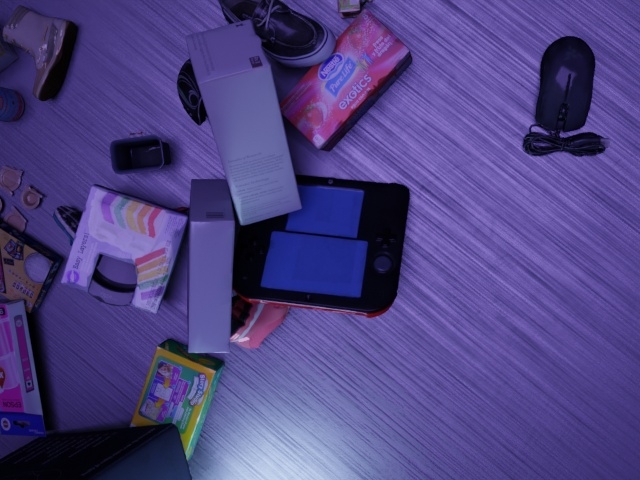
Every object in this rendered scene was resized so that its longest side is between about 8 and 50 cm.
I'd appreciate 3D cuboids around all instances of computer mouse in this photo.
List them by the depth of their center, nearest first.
[{"bbox_3d":[0.560,-0.327,1.632,0.188,0.072,0.273,2,95,10],"label":"computer mouse"}]

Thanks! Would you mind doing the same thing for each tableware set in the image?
[{"bbox_3d":[-0.812,-0.103,1.899,0.141,0.020,0.169,35,99,5],"label":"tableware set"}]

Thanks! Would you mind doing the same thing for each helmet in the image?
[{"bbox_3d":[-0.261,-0.362,1.712,0.169,0.169,0.162,-42,53,10],"label":"helmet"}]

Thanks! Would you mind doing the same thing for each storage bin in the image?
[{"bbox_3d":[-0.440,-0.217,1.793,0.135,0.091,0.098,-7,93,9],"label":"storage bin"}]

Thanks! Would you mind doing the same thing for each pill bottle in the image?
[{"bbox_3d":[-0.823,-0.345,1.810,0.087,0.160,0.087,1,95,9],"label":"pill bottle"}]

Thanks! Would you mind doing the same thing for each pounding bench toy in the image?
[{"bbox_3d":[0.084,-0.555,1.694,0.083,0.065,0.052,-2,93,9],"label":"pounding bench toy"}]

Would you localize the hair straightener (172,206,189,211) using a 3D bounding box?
[{"bbox_3d":[-0.435,-0.020,1.828,0.230,0.047,0.089,-12,93,4],"label":"hair straightener"}]

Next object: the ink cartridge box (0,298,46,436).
[{"bbox_3d":[-0.827,0.342,1.893,0.175,0.069,0.371,-6,97,27],"label":"ink cartridge box"}]

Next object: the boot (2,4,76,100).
[{"bbox_3d":[-0.725,-0.473,1.827,0.165,0.077,0.213,20,92,7],"label":"boot"}]

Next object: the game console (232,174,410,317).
[{"bbox_3d":[0.000,0.000,1.683,0.386,0.060,0.342,7,67,8],"label":"game console"}]

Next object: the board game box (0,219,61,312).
[{"bbox_3d":[-0.816,0.056,1.892,0.243,0.042,0.165,32,106,5],"label":"board game box"}]

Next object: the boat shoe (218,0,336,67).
[{"bbox_3d":[-0.116,-0.487,1.637,0.335,0.119,0.121,27,84,33],"label":"boat shoe"}]

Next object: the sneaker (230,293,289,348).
[{"bbox_3d":[-0.120,0.129,1.775,0.314,0.136,0.116,-52,44,-6],"label":"sneaker"}]

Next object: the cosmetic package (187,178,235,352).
[{"bbox_3d":[-0.248,0.041,1.612,0.097,0.377,0.285,-1,107,-9],"label":"cosmetic package"}]

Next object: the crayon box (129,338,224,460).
[{"bbox_3d":[-0.370,0.412,1.837,0.165,0.081,0.279,21,98,7],"label":"crayon box"}]

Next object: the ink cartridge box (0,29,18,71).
[{"bbox_3d":[-0.874,-0.486,1.800,0.127,0.176,0.128,-33,89,8],"label":"ink cartridge box"}]

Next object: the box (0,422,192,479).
[{"bbox_3d":[-0.608,0.653,1.638,0.471,0.480,0.298,-14,94,28],"label":"box"}]

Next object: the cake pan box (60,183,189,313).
[{"bbox_3d":[-0.473,0.024,1.758,0.245,0.070,0.267,20,94,-6],"label":"cake pan box"}]

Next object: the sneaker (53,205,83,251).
[{"bbox_3d":[-0.599,0.035,1.838,0.110,0.107,0.275,-35,89,19],"label":"sneaker"}]

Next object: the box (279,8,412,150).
[{"bbox_3d":[0.060,-0.361,1.671,0.142,0.154,0.300,44,101,5],"label":"box"}]

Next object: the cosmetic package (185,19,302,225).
[{"bbox_3d":[-0.162,-0.251,1.577,0.156,0.217,0.385,-17,132,-4],"label":"cosmetic package"}]
